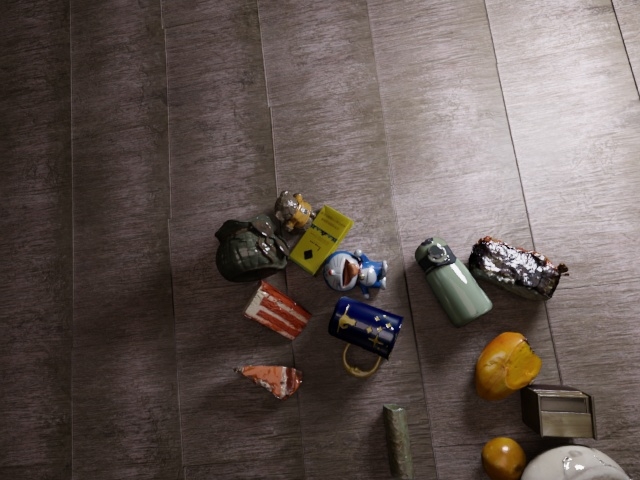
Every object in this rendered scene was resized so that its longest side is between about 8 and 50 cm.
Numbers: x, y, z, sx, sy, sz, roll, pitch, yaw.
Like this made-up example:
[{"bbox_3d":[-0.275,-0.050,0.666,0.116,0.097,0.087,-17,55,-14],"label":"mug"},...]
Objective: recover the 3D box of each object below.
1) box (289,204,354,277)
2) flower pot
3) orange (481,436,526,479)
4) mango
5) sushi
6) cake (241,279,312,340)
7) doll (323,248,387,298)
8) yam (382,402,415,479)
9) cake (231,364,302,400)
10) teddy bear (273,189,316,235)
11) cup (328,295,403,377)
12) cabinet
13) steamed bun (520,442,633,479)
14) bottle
[{"bbox_3d":[0.000,-0.001,1.827,0.153,0.041,0.279,33,86,30],"label":"box"},{"bbox_3d":[-0.268,0.035,1.763,0.301,0.302,0.213,-17,74,6],"label":"flower pot"},{"bbox_3d":[0.644,0.777,1.563,0.158,0.136,0.159,-5,100,-29],"label":"orange"},{"bbox_3d":[0.662,0.467,1.615,0.257,0.138,0.187,-39,86,3],"label":"mango"},{"bbox_3d":[0.729,0.106,1.636,0.343,0.196,0.182,20,91,12],"label":"sushi"},{"bbox_3d":[-0.192,0.286,1.826,0.262,0.159,0.158,36,86,-22],"label":"cake"},{"bbox_3d":[0.138,0.135,1.746,0.256,0.161,0.216,3,106,6],"label":"doll"},{"bbox_3d":[0.291,0.746,1.649,0.093,0.093,0.260,-8,79,8],"label":"yam"},{"bbox_3d":[-0.221,0.555,1.758,0.287,0.098,0.135,8,82,10],"label":"cake"},{"bbox_3d":[-0.111,-0.118,1.801,0.140,0.190,0.177,5,77,44],"label":"teddy bear"},{"bbox_3d":[0.155,0.362,1.675,0.256,0.178,0.255,18,57,14],"label":"cup"},{"bbox_3d":[0.814,0.590,1.526,0.174,0.215,0.148,-1,80,9],"label":"cabinet"},{"bbox_3d":[0.821,0.852,1.459,0.374,0.241,0.375,0,91,-13],"label":"steamed bun"},{"bbox_3d":[0.492,0.150,1.681,0.168,0.168,0.347,-32,74,3],"label":"bottle"}]
